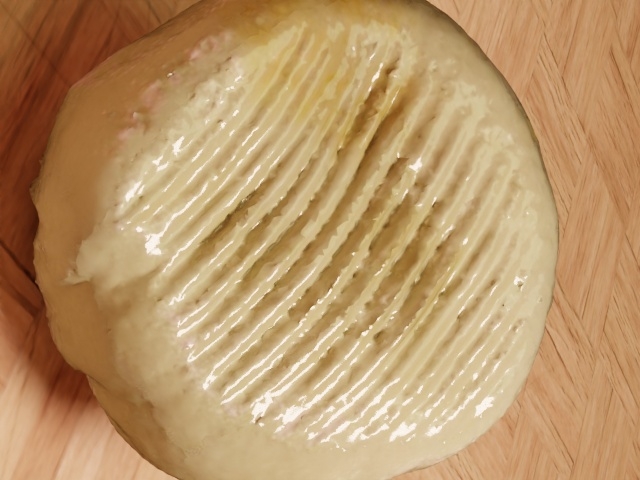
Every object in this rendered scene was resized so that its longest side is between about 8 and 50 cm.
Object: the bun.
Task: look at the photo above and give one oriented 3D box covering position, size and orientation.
[{"bbox_3d":[-0.022,0.000,1.084,0.365,0.219,0.365,-2,94,-27],"label":"bun"}]
